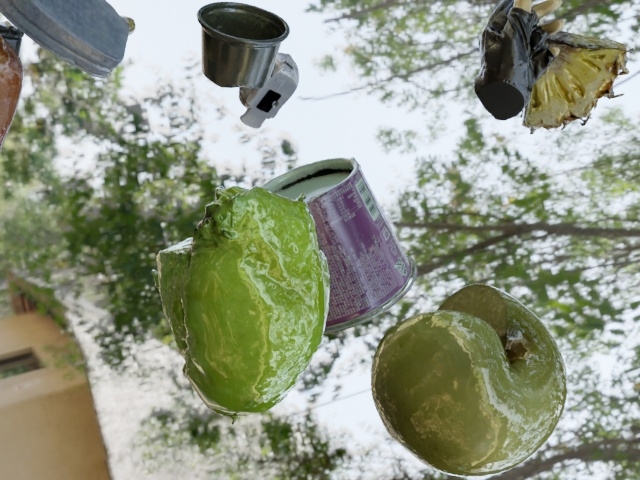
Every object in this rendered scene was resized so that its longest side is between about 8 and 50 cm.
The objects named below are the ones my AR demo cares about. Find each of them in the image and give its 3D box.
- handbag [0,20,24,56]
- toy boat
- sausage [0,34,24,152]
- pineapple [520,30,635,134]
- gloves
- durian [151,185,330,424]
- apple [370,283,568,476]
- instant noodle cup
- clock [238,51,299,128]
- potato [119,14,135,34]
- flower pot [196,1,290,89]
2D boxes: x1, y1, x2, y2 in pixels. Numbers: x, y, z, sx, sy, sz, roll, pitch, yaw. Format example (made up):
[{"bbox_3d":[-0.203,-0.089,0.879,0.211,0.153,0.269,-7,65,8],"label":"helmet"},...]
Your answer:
[{"bbox_3d":[-0.678,-0.302,1.509,0.080,0.223,0.247,45,-60,38],"label":"handbag"},{"bbox_3d":[-0.447,-0.387,1.398,0.078,0.283,0.127,-15,-122,33],"label":"toy boat"},{"bbox_3d":[-0.448,-0.125,1.056,0.300,0.083,0.089,-60,-139,19],"label":"sausage"},{"bbox_3d":[0.456,-0.310,1.546,0.236,0.114,0.186,-40,-77,22],"label":"pineapple"},{"bbox_3d":[0.319,-0.317,1.331,0.164,0.124,0.203,57,46,-58],"label":"gloves"},{"bbox_3d":[-0.102,0.086,1.113,0.255,0.204,0.340,0,-72,48],"label":"durian"},{"bbox_3d":[0.220,0.213,1.264,0.254,0.292,0.292,-49,-124,40],"label":"apple"},{"bbox_3d":[0.000,0.000,1.707,0.340,0.339,0.266,19,-44,61],"label":"instant noodle cup"},{"bbox_3d":[-0.118,-0.342,1.798,0.176,0.080,0.117,-47,-138,29],"label":"clock"},{"bbox_3d":[-0.384,-0.414,1.602,0.092,0.045,0.047,9,-91,62],"label":"potato"},{"bbox_3d":[-0.139,-0.326,1.408,0.157,0.157,0.107,53,-41,40],"label":"flower pot"}]
